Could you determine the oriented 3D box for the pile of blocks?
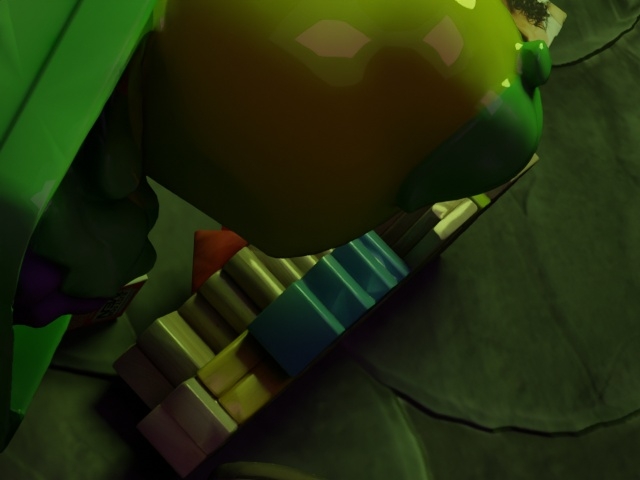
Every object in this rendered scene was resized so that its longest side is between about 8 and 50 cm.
[{"bbox_3d":[0.000,0.000,1.055,0.112,0.149,0.362,47,49,4],"label":"pile of blocks"}]

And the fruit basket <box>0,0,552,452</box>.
[{"bbox_3d":[-0.075,-0.079,0.888,0.392,0.283,0.392,6,58,-10],"label":"fruit basket"}]

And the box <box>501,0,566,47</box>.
[{"bbox_3d":[0.077,-0.207,1.300,0.232,0.058,0.087,34,49,-6],"label":"box"}]

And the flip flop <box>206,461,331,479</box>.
[{"bbox_3d":[0.035,0.233,0.961,0.277,0.112,0.080,47,63,-2],"label":"flip flop"}]

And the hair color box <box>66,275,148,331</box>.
[{"bbox_3d":[-0.200,0.016,0.991,0.167,0.053,0.093,-15,68,-38],"label":"hair color box"}]
